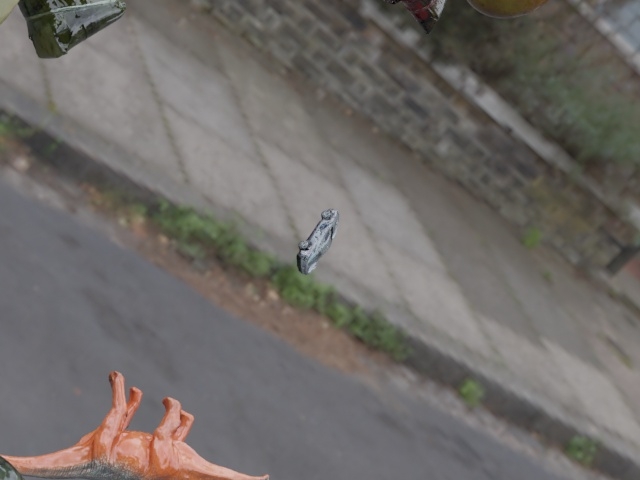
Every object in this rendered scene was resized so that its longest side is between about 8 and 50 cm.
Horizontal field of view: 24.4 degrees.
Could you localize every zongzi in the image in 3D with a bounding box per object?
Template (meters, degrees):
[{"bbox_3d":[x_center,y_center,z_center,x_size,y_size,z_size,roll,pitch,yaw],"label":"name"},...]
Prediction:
[{"bbox_3d":[-0.245,-0.242,1.400,0.104,0.052,0.113,-42,117,-38],"label":"zongzi"},{"bbox_3d":[0.054,-0.199,1.063,0.073,0.067,0.083,17,-13,28],"label":"zongzi"}]

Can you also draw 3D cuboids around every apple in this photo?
[{"bbox_3d":[0.204,-0.294,1.584,0.099,0.114,0.102,-110,-167,-54],"label":"apple"}]

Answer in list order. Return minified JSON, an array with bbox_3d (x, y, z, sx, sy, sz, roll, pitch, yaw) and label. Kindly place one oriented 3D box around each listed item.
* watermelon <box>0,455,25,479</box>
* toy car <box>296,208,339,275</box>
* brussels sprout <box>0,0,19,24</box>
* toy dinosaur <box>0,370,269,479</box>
[{"bbox_3d":[-0.202,0.168,0.812,0.078,0.110,0.078,25,-11,5],"label":"watermelon"},{"bbox_3d":[0.000,0.000,1.776,0.025,0.093,0.041,24,-31,20],"label":"toy car"},{"bbox_3d":[-0.381,-0.262,1.225,0.294,0.227,0.259,23,0,-25],"label":"brussels sprout"},{"bbox_3d":[-0.168,0.160,1.200,0.280,0.055,0.101,18,65,-12],"label":"toy dinosaur"}]
